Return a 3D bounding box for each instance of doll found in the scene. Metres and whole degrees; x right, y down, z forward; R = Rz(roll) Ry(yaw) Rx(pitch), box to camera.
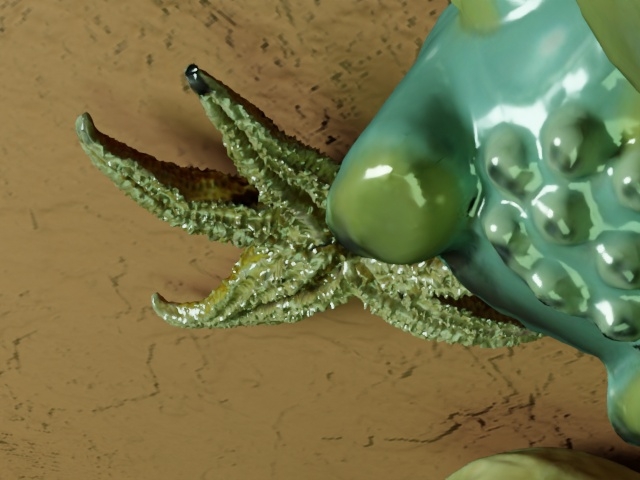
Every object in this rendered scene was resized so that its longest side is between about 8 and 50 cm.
[{"bbox_3d":[0.129,-0.070,0.440,0.177,0.161,0.261,36,145,5],"label":"doll"}]

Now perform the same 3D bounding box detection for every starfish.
[{"bbox_3d":[0.000,-0.001,0.672,0.227,0.043,0.240,37,141,-27],"label":"starfish"}]

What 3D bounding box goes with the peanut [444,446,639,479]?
[{"bbox_3d":[0.189,0.188,0.803,0.290,0.130,0.130,15,144,-3],"label":"peanut"}]
